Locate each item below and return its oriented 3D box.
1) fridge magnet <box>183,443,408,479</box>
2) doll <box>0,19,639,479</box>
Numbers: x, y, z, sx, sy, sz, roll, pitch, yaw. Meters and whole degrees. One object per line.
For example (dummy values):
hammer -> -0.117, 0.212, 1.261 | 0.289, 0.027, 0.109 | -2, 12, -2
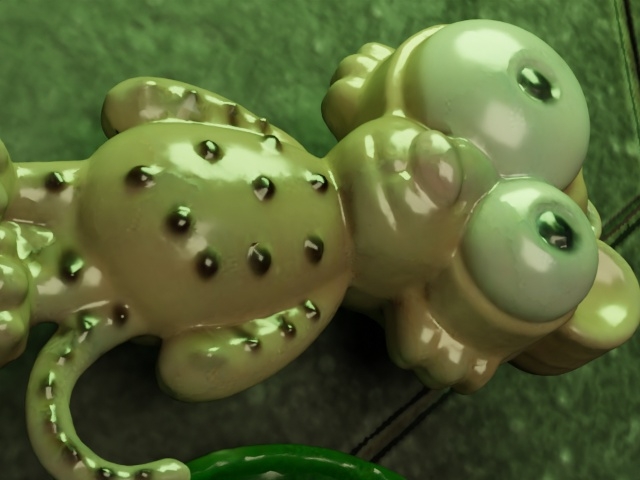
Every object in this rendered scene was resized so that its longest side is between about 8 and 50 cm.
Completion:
fridge magnet -> -0.003, 0.170, 0.406 | 0.208, 0.088, 0.208 | 12, 61, -22
doll -> -0.001, -0.002, 0.443 | 0.278, 0.119, 0.154 | -13, 72, -31
